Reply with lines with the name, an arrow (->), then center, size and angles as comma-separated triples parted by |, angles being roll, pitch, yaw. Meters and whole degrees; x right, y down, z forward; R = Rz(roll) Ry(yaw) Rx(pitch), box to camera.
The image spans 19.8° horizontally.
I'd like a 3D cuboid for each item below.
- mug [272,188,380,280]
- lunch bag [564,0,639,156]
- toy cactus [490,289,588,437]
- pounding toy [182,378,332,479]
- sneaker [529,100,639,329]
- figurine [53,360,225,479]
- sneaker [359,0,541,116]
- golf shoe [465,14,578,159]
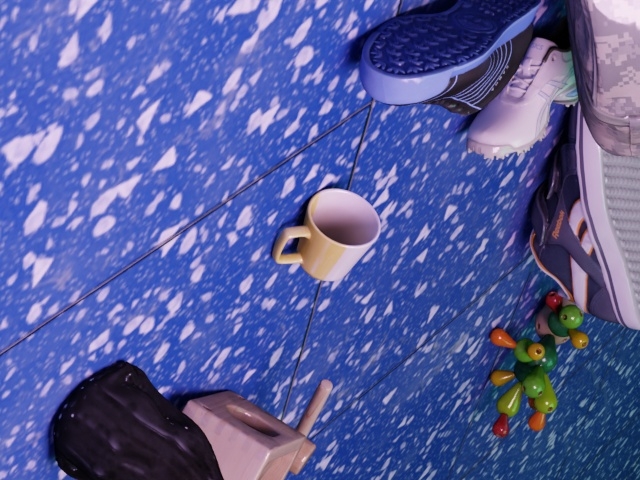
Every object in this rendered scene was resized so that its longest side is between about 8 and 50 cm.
mug -> 0.003, -0.002, 1.505 | 0.064, 0.078, 0.062 | 117, -12, -46
lunch bag -> 0.351, -0.221, 1.532 | 0.256, 0.305, 0.213 | 56, 27, -70
toy cactus -> 0.268, 0.128, 2.254 | 0.180, 0.112, 0.219 | -60, 167, -46
pounding toy -> -0.072, 0.178, 1.576 | 0.181, 0.094, 0.206 | -61, 168, 6
sneaker -> 0.285, -0.043, 1.969 | 0.126, 0.127, 0.321 | -45, 134, -39
figurine -> -0.118, 0.235, 1.381 | 0.092, 0.209, 0.215 | -28, 148, -49
sneaker -> 0.102, -0.135, 1.451 | 0.232, 0.081, 0.090 | -31, 143, -49
golf shoe -> 0.189, -0.144, 1.683 | 0.176, 0.069, 0.086 | -43, 137, -34
